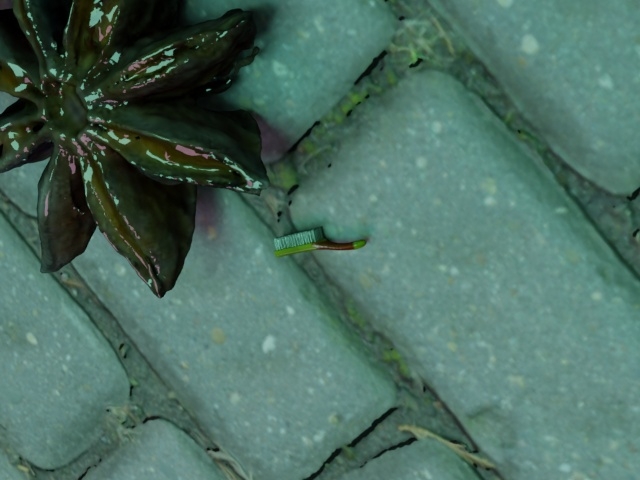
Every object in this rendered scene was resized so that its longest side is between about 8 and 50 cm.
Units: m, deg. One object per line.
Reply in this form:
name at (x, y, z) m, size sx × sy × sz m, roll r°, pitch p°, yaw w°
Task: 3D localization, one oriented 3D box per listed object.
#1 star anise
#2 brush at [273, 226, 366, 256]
star anise at (-0.171, -0.115, 1.030) m, size 0.332 × 0.117 × 0.331 m, roll 6°, pitch 105°, yaw 25°
brush at (0.000, 0.000, 1.030) m, size 0.083 × 0.019 × 0.021 m, roll -5°, pitch 97°, yaw 35°
